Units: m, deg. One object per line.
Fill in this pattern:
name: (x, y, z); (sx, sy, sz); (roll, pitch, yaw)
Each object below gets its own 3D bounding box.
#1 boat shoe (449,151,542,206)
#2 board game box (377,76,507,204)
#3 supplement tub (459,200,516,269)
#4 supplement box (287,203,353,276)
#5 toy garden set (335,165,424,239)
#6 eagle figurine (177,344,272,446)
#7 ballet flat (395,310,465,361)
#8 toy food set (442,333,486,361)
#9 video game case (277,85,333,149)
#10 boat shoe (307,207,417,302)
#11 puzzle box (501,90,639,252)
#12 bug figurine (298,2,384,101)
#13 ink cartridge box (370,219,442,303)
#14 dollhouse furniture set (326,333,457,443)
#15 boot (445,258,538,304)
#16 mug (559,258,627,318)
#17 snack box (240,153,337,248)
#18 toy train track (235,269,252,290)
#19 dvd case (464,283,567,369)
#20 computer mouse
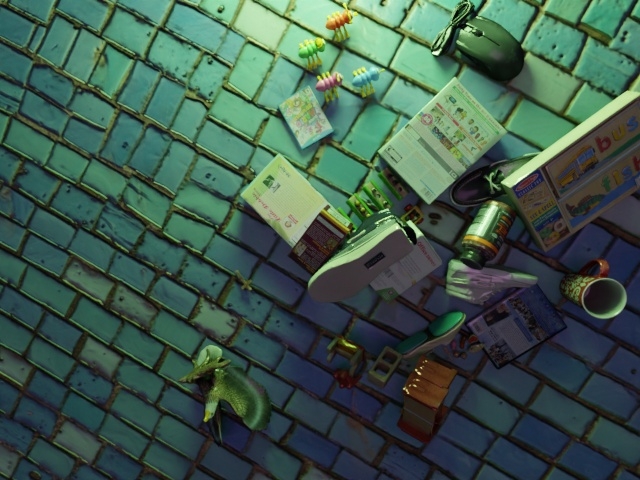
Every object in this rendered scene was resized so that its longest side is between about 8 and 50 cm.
boat shoe: (0.537, -0.187, 1.253); (0.302, 0.091, 0.114); (-26, 91, 8)
board game box: (0.358, -0.292, 1.265); (0.303, 0.097, 0.224); (-43, 90, 10)
supplement tub: (0.488, -0.013, 1.242); (0.106, 0.106, 0.198); (31, 80, 4)
supplement box: (0.000, 0.000, 1.259); (0.104, 0.081, 0.188); (38, 112, 2)
toy garden set: (0.186, -0.079, 1.297); (0.244, 0.049, 0.204); (-41, 94, -6)
eagle figurine: (-0.332, 0.520, 1.398); (0.226, 0.225, 0.298); (5, 134, 45)
ballet flat: (0.357, 0.312, 1.333); (0.248, 0.086, 0.086); (-31, 90, 10)
toy food set: (0.454, 0.337, 1.332); (0.122, 0.019, 0.078); (-37, 90, 21)
video game case: (-0.048, -0.392, 1.347); (0.119, 0.015, 0.166); (-29, 91, 8)
boat shoe: (0.108, 0.041, 1.215); (0.340, 0.158, 0.127); (-31, 117, 9)
puzzle box: (0.750, -0.184, 1.193); (0.409, 0.052, 0.272); (-38, 114, 9)
bug figurine: (0.056, -0.563, 1.291); (0.216, 0.072, 0.279); (-26, 92, 9)
ink cartridge box: (0.239, 0.066, 1.280); (0.212, 0.093, 0.154); (-37, 125, 10)
dollhouse furniture set: (0.211, 0.431, 1.310); (0.374, 0.152, 0.201); (23, 133, 27)
boot: (0.518, 0.139, 1.293); (0.258, 0.095, 0.123); (10, 102, 14)
mug: (0.785, 0.136, 1.211); (0.113, 0.169, 0.150); (35, 97, 4)
snack box: (-0.080, -0.099, 1.352); (0.187, 0.060, 0.322); (-45, 89, 7)
toy train track: (-0.258, 0.134, 1.419); (0.048, 0.014, 0.083); (-40, 84, 16)
dvd case: (0.611, 0.267, 1.319); (0.253, 0.022, 0.180); (-35, 91, 8)
computer mouse: (0.481, -0.576, 1.237); (0.272, 0.072, 0.188); (34, 97, 3)
